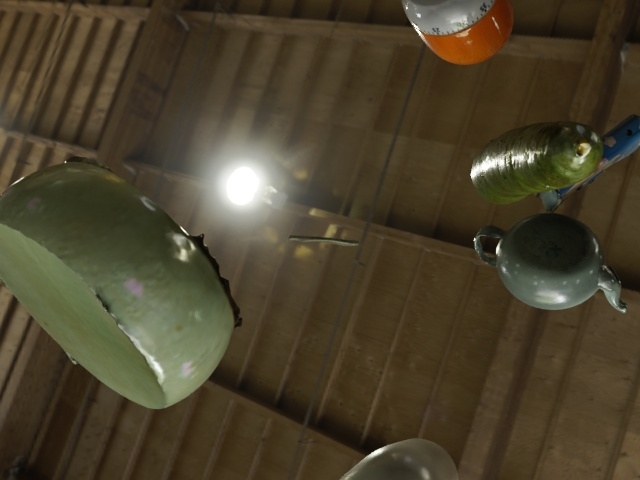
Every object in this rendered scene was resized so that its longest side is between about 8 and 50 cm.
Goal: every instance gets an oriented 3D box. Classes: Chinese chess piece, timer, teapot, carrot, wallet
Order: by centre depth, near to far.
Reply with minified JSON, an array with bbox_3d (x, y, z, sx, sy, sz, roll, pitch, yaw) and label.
[{"bbox_3d":[0.194,-0.072,0.621,0.074,0.358,0.074,0,-87,7],"label":"carrot"},{"bbox_3d":[0.149,-0.236,0.678,0.099,0.136,0.136,-34,-117,27],"label":"timer"},{"bbox_3d":[-0.274,0.060,0.859,0.349,0.349,0.146,18,-129,32],"label":"Chinese chess piece"},{"bbox_3d":[0.492,-0.138,1.211,0.202,0.141,0.059,-37,-106,2],"label":"wallet"},{"bbox_3d":[0.425,0.043,1.219,0.294,0.129,0.193,19,-125,28],"label":"teapot"}]

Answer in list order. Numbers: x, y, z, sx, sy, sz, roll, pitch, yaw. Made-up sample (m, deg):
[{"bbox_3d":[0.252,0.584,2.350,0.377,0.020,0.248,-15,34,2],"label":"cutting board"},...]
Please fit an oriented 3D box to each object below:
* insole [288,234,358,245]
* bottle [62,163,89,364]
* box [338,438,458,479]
[{"bbox_3d":[0.000,0.000,1.068,0.192,0.063,0.010,3,-93,64],"label":"insole"},{"bbox_3d":[-0.416,0.052,1.197,0.229,0.229,0.352,-22,-80,24],"label":"bottle"},{"bbox_3d":[0.084,0.436,1.038,0.288,0.349,0.141,-43,-112,3],"label":"box"}]
